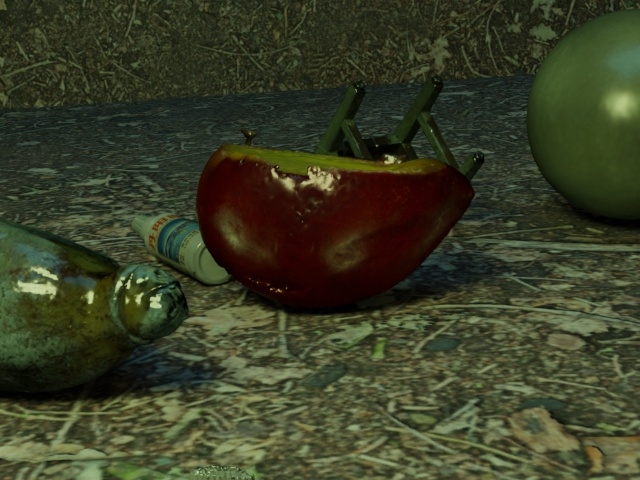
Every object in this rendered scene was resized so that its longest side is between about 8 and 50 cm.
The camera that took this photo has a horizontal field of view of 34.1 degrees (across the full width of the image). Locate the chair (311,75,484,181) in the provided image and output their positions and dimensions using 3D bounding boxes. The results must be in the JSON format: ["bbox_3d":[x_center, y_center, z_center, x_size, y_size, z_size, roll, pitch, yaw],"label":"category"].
[{"bbox_3d":[0.070,-0.069,1.321,0.136,0.147,0.270,-9,-28,-31],"label":"chair"}]

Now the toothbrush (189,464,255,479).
[{"bbox_3d":[0.057,0.153,0.608,0.288,0.024,0.021,1,13,15],"label":"toothbrush"}]

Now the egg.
[{"bbox_3d":[0.383,-0.156,1.285,0.258,0.259,0.352,2,17,19],"label":"egg"}]

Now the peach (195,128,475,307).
[{"bbox_3d":[0.009,-0.011,1.008,0.267,0.154,0.159,7,15,11],"label":"peach"}]

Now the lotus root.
[{"bbox_3d":[-0.247,0.057,0.849,0.322,0.140,0.158,12,-4,30],"label":"lotus root"}]

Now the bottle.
[{"bbox_3d":[-0.165,0.002,1.190,0.060,0.060,0.217,-11,15,-29],"label":"bottle"}]
